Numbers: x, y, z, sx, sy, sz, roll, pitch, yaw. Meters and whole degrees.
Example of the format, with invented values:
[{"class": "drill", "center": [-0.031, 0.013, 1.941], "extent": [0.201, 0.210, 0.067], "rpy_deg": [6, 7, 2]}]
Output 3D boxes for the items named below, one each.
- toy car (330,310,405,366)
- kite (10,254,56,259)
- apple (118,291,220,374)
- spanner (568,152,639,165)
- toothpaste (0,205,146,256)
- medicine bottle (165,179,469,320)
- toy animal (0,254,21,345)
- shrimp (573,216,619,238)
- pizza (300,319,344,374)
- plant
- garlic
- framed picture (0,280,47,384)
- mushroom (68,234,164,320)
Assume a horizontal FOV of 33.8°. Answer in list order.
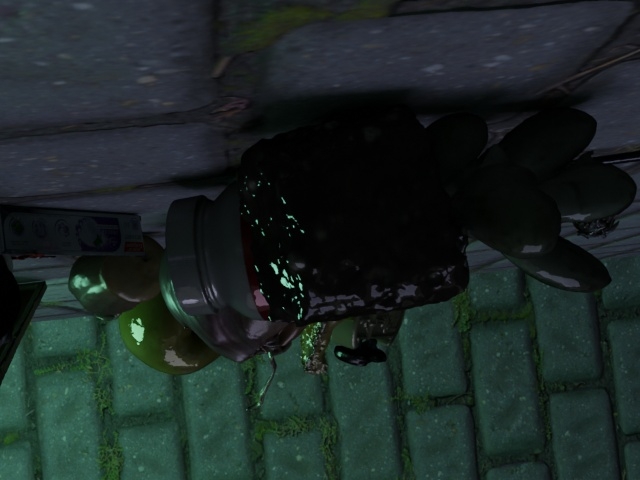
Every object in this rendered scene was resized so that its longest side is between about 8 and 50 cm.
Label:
[{"class": "toy car", "center": [0.027, 0.073, 1.645], "extent": [0.198, 0.204, 0.248], "rpy_deg": [16, -178, 21]}, {"class": "kite", "center": [-0.427, 0.026, 1.327], "extent": [0.189, 0.009, 0.232], "rpy_deg": [-4, 174, -23]}, {"class": "apple", "center": [-0.229, 0.121, 1.672], "extent": [0.199, 0.200, 0.200], "rpy_deg": [-6, 175, -1]}, {"class": "spanner", "center": [0.295, -0.080, 1.075], "extent": [0.208, 0.012, 0.046], "rpy_deg": [-8, 175, 11]}, {"class": "toothpaste", "center": [-0.248, -0.004, 1.022], "extent": [0.040, 0.047, 0.196], "rpy_deg": [-13, 172, 30]}, {"class": "medicine bottle", "center": [0.000, 0.000, 0.920], "extent": [0.250, 0.131, 0.131], "rpy_deg": [-8, 174, 9]}, {"class": "toy animal", "center": [-0.394, 0.065, 0.994], "extent": [0.204, 0.156, 0.208], "rpy_deg": [-6, -168, 4]}, {"class": "shrimp", "center": [0.393, -0.029, 1.498], "extent": [0.065, 0.057, 0.165], "rpy_deg": [8, -174, 7]}, {"class": "pizza", "center": [0.026, 0.064, 1.326], "extent": [0.080, 0.204, 0.188], "rpy_deg": [6, 165, -18]}, {"class": "plant", "center": [0.085, -0.026, 0.734], "extent": [0.274, 0.147, 0.149], "rpy_deg": [-6, -166, -17]}, {"class": "garlic", "center": [-0.066, 0.062, 1.208], "extent": [0.207, 0.257, 0.207], "rpy_deg": [-12, -143, 9]}, {"class": "framed picture", "center": [-0.578, 0.155, 1.624], "extent": [0.247, 0.022, 0.335], "rpy_deg": [-7, -156, 1]}, {"class": "mushroom", "center": [-0.267, 0.051, 1.357], "extent": [0.108, 0.096, 0.247], "rpy_deg": [21, 164, -14]}]
